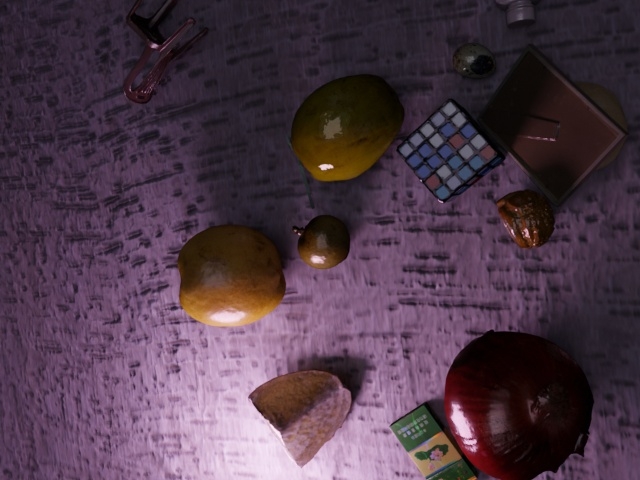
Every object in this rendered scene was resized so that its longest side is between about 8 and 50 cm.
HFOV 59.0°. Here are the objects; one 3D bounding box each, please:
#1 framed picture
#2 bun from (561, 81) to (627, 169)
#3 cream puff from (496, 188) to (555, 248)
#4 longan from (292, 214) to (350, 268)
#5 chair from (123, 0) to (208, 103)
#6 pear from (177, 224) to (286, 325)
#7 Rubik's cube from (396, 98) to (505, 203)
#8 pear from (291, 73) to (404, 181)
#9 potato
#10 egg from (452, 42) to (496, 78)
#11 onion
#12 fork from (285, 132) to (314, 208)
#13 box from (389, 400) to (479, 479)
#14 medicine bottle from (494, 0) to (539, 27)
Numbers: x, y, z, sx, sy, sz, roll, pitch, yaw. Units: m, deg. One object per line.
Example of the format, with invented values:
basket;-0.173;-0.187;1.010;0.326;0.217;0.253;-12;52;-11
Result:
framed picture;0.519;-0.265;1.314;0.315;0.024;0.232;57;141;25
bun;0.600;-0.265;1.317;0.222;0.127;0.222;3;98;22
cream puff;0.501;-0.057;1.365;0.115;0.150;0.165;-30;44;12
longan;0.000;0.000;1.586;0.176;0.145;0.154;29;90;-7
chair;-0.527;-0.610;1.760;0.326;0.175;0.183;-43;86;14
pear;-0.259;0.100;1.631;0.314;0.314;0.314;2;95;23
Rubik's cube;0.328;-0.218;1.409;0.182;0.187;0.184;-42;80;20
pear;0.068;-0.298;1.488;0.307;0.253;0.253;-32;81;15
potato;-0.043;0.495;1.682;0.264;0.211;0.189;-35;38;-9
egg;0.386;-0.449;1.419;0.110;0.085;0.085;29;105;12
onion;0.451;0.370;1.334;0.341;0.341;0.341;2;95;23
fork;-0.054;-0.205;1.667;0.039;0.021;0.235;-18;88;28
box;0.311;0.578;1.560;0.132;0.034;0.235;-40;79;21
medicine bottle;0.481;-0.618;1.373;0.119;0.069;0.183;-3;94;21
